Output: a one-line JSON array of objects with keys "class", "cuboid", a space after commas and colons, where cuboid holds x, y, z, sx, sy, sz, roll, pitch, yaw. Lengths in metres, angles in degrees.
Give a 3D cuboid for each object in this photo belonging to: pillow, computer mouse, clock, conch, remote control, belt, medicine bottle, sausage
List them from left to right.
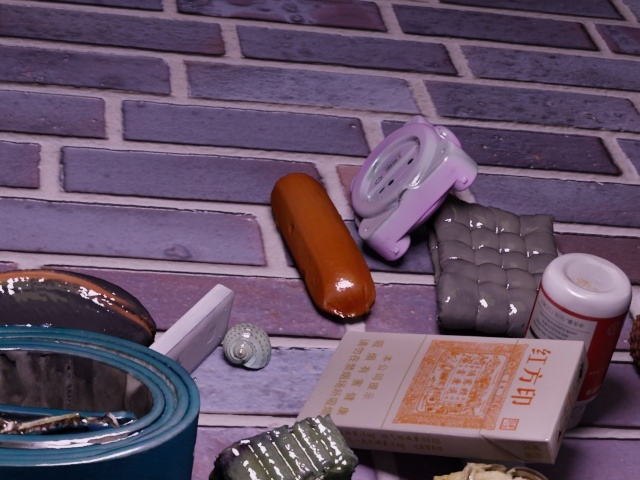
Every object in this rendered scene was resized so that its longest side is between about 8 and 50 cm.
[{"class": "belt", "cuboid": [-0.372, 0.244, 1.751, 0.436, 0.173, 0.300, 5, 27, -12]}, {"class": "computer mouse", "cuboid": [-0.389, 0.106, 1.941, 0.323, 0.183, 0.116, 5, 60, -10]}, {"class": "remote control", "cuboid": [-0.200, 0.158, 1.988, 0.034, 0.103, 0.250, 25, 37, 15]}, {"class": "conch", "cuboid": [-0.104, 0.151, 2.071, 0.076, 0.057, 0.085, 25, 35, -2]}, {"class": "sausage", "cuboid": [-0.001, 0.000, 2.284, 0.097, 0.094, 0.348, -7, 38, -18]}, {"class": "clock", "cuboid": [0.144, -0.101, 2.372, 0.090, 0.227, 0.248, 40, 12, -22]}, {"class": "pillow", "cuboid": [0.286, 0.048, 2.295, 0.228, 0.101, 0.326, 9, 36, -5]}, {"class": "medicine bottle", "cuboid": [0.359, 0.149, 2.027, 0.131, 0.250, 0.131, 8, 33, -5]}]

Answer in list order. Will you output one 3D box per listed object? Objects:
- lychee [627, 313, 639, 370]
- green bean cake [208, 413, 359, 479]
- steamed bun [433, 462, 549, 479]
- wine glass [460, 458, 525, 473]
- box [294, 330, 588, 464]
[{"class": "lychee", "cuboid": [0.581, 0.146, 2.164, 0.188, 0.188, 0.188, 8, 34, -5]}, {"class": "green bean cake", "cuboid": [-0.050, 0.317, 1.732, 0.173, 0.181, 0.094, -12, 49, -31]}, {"class": "steamed bun", "cuboid": [0.202, 0.374, 1.754, 0.192, 0.106, 0.178, 9, 55, -21]}, {"class": "wine glass", "cuboid": [0.236, 0.274, 1.943, 0.103, 0.103, 0.231, 8, 36, -5]}, {"class": "box", "cuboid": [0.167, 0.210, 1.924, 0.365, 0.051, 0.205, 1, 35, 26]}]
